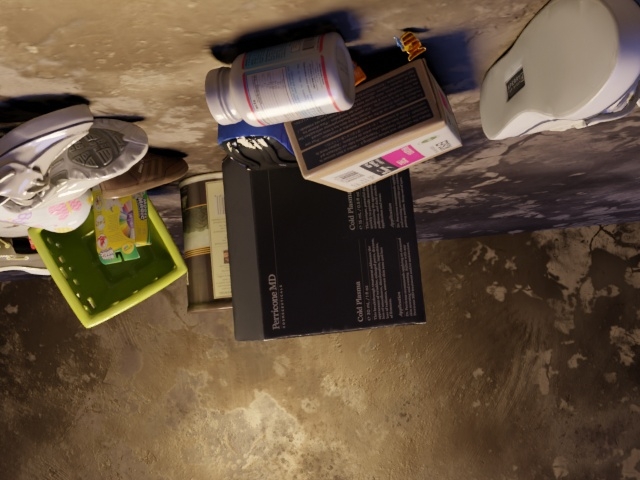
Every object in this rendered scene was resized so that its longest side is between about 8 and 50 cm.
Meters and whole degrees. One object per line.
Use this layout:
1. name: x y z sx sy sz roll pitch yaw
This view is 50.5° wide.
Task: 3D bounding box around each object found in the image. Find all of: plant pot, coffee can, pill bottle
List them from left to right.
1. plant pot: -0.416 0.020 1.375 0.228 0.227 0.207 -30 -176 -9
2. coffee can: -0.190 0.009 1.441 0.201 0.276 0.201 -5 173 -1
3. pill bottle: -0.046 -0.179 0.777 0.160 0.087 0.087 -7 173 18

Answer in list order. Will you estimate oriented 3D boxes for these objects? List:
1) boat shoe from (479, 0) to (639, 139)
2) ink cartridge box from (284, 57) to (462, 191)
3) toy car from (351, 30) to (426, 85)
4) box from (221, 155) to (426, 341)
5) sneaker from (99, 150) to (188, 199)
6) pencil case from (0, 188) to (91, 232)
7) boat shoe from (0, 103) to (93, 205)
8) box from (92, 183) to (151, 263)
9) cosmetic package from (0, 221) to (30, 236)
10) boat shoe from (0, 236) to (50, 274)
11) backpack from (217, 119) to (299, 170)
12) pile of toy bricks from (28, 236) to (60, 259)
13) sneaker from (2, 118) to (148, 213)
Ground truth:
1. boat shoe: 0.317 -0.189 0.797 0.156 0.136 0.367 -5 176 -5
2. ink cartridge box: 0.083 -0.146 0.931 0.193 0.088 0.234 -21 174 17
3. toy car: 0.060 -0.222 0.807 0.122 0.060 0.040 -26 121 21
4. box: 0.000 0.000 1.245 0.312 0.344 0.179 -2 173 -24
5. sneaker: -0.295 -0.126 1.147 0.066 0.071 0.188 0 -161 31
6. pencil case: -0.495 -0.077 1.098 0.113 0.124 0.273 30 -173 18
7. boat shoe: -0.410 -0.090 0.914 0.267 0.088 0.096 -28 -173 4
8. box: -0.355 -0.051 1.210 0.105 0.179 0.043 -9 172 32
9. cosmetic package: -0.641 -0.060 1.310 0.117 0.086 0.231 -8 174 17
10. boat shoe: -0.855 0.028 1.855 0.305 0.091 0.109 7 -151 -43
11. backpack: -0.087 -0.152 0.917 0.097 0.101 0.120 -10 168 20
12. pile of toy bricks: -0.653 -0.003 1.687 0.118 0.105 0.212 -4 173 -10
13. sneaker: -0.360 -0.114 1.015 0.232 0.090 0.115 -21 -179 3
